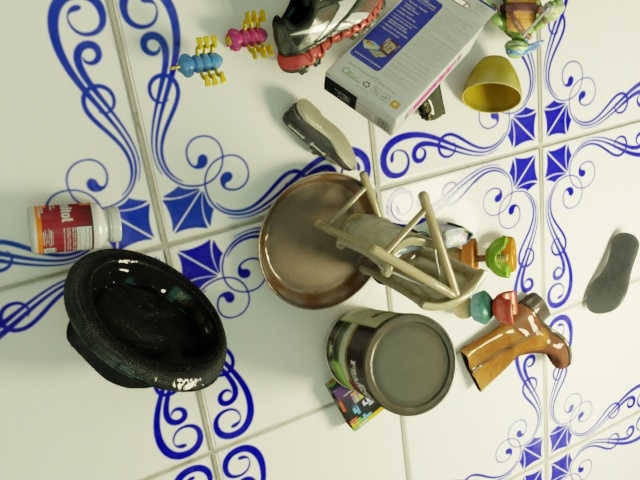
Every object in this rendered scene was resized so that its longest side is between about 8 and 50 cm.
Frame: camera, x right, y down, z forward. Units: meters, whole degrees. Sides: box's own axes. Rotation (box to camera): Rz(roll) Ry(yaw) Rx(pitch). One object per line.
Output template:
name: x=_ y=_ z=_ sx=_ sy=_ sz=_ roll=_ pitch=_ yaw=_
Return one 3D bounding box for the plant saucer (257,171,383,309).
plant saucer: x=0.000 y=0.000 z=1.370 sx=0.310 sy=0.050 sz=0.311 roll=-7 pitch=106 yaw=-25

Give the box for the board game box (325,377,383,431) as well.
board game box: x=0.114 y=0.363 z=1.527 sx=0.170 sy=0.048 sz=0.141 roll=-34 pitch=117 yaw=-15

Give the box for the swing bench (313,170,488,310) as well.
swing bench: x=0.162 y=0.016 z=1.284 sx=0.165 sy=0.253 sz=0.255 roll=-46 pitch=118 yaw=-8

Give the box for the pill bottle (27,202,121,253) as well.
pill bottle: x=-0.442 y=-0.024 z=1.118 sx=0.151 sy=0.086 sz=0.086 roll=-6 pitch=106 yaw=-26

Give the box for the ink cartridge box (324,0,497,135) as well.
ink cartridge box: x=0.188 y=-0.394 z=1.276 sx=0.175 sy=0.069 sz=0.371 roll=37 pitch=72 yaw=12

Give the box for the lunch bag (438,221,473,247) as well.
lunch bag: x=0.320 y=-0.016 z=1.515 sx=0.083 sy=0.071 sz=0.053 roll=-8 pitch=103 yaw=-23

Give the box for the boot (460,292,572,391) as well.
boot: x=0.544 y=0.324 z=1.708 sx=0.280 sy=0.096 sz=0.264 roll=-38 pitch=117 yaw=-12

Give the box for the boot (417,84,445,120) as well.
boot: x=0.211 y=-0.309 z=1.366 sx=0.197 sy=0.076 sz=0.137 roll=-32 pitch=121 yaw=-29

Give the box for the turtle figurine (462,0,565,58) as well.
turtle figurine: x=0.431 y=-0.549 z=1.357 sx=0.274 sy=0.197 sz=0.267 roll=3 pitch=98 yaw=-31

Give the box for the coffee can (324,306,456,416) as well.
coffee can: x=0.142 y=0.252 z=1.351 sx=0.201 sy=0.275 sz=0.202 roll=1 pitch=86 yaw=-16

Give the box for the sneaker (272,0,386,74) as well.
sneaker: x=0.015 y=-0.450 z=1.216 sx=0.276 sy=0.097 sz=0.135 roll=-39 pitch=133 yaw=-12

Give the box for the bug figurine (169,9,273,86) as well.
bug figurine: x=-0.194 y=-0.429 z=1.142 sx=0.216 sy=0.072 sz=0.279 roll=-15 pitch=106 yaw=-29

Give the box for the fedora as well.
fedora: x=-0.343 y=0.175 z=1.156 sx=0.334 sy=0.334 sz=0.152 roll=30 pitch=120 yaw=-30

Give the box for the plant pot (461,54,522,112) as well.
plant pot: x=0.400 y=-0.371 z=1.439 sx=0.134 sy=0.134 sz=0.095 roll=19 pitch=71 yaw=-30

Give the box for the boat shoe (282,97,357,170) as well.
boat shoe: x=0.001 y=-0.214 z=1.319 sx=0.064 sy=0.075 sz=0.206 roll=-26 pitch=130 yaw=29

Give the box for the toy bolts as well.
toy bolts: x=0.412 y=0.097 z=1.587 sx=0.218 sy=0.158 sz=0.229 roll=-23 pitch=108 yaw=-64

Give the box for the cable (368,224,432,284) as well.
cable: x=0.202 y=0.043 z=1.485 sx=0.184 sy=0.047 sz=0.151 roll=12 pitch=98 yaw=-30

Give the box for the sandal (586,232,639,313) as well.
sandal: x=0.867 y=0.103 z=1.819 sx=0.054 sy=0.097 sz=0.255 roll=21 pitch=95 yaw=-56
